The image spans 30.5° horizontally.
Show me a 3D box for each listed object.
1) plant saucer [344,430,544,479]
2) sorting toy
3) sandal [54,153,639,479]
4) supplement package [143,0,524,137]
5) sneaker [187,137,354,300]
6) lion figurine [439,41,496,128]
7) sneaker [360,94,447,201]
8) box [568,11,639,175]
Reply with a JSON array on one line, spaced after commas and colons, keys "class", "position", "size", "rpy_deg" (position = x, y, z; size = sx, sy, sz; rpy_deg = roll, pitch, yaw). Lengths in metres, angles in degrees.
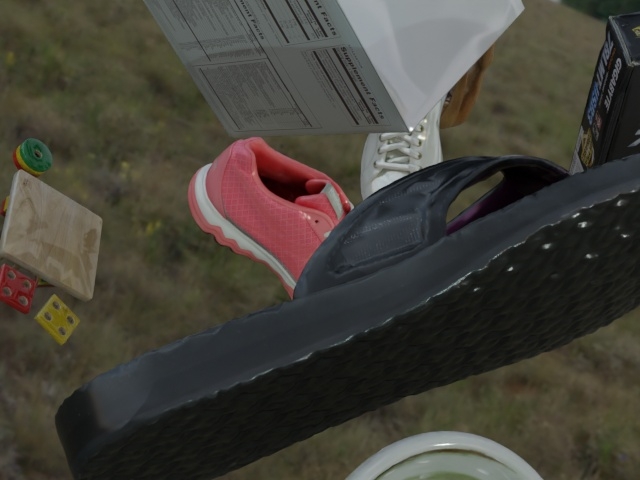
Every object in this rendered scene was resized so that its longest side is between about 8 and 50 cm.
[{"class": "plant saucer", "position": [0.123, 0.414, 1.306], "size": [0.400, 0.400, 0.100], "rpy_deg": [15, -16, -29]}, {"class": "sorting toy", "position": [-0.340, 0.008, 1.444], "size": [0.132, 0.046, 0.274], "rpy_deg": [34, 38, -35]}, {"class": "sandal", "position": [0.049, 0.022, 0.709], "size": [0.167, 0.446, 0.107], "rpy_deg": [82, -13, -60]}, {"class": "supplement package", "position": [0.005, -0.232, 1.104], "size": [0.263, 0.199, 0.198], "rpy_deg": [4, -46, 50]}, {"class": "sneaker", "position": [-0.001, 0.000, 1.324], "size": [0.314, 0.136, 0.116], "rpy_deg": [35, 48, -8]}, {"class": "lion figurine", "position": [0.182, -0.253, 1.785], "size": [0.142, 0.240, 0.392], "rpy_deg": [12, 23, 3]}, {"class": "sneaker", "position": [0.100, -0.159, 1.465], "size": [0.106, 0.290, 0.123], "rpy_deg": [6, -14, 21]}, {"class": "box", "position": [0.425, -0.142, 1.233], "size": [0.295, 0.293, 0.073], "rpy_deg": [-11, 61, -5]}]
